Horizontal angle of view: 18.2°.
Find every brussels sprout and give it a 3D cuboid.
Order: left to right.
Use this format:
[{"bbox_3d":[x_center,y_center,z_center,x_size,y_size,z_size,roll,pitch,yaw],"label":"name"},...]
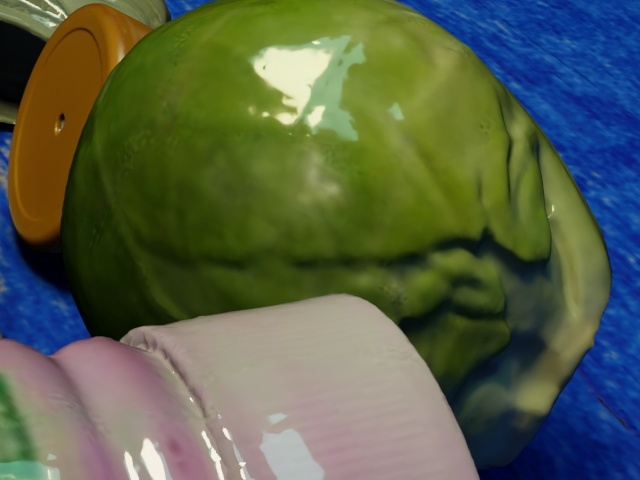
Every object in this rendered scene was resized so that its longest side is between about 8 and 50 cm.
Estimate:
[{"bbox_3d":[0.000,0.000,0.883,0.244,0.244,0.244,3,32,-2],"label":"brussels sprout"}]

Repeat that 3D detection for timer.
[{"bbox_3d":[-0.071,-0.043,1.058,0.152,0.132,0.132,15,25,-29],"label":"timer"}]

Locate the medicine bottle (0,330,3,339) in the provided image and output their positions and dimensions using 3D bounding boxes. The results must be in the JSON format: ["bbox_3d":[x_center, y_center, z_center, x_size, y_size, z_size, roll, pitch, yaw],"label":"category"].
[{"bbox_3d":[-0.177,0.049,0.929,0.057,0.057,0.089,-7,33,-17],"label":"medicine bottle"}]

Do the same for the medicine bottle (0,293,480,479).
[{"bbox_3d":[-0.122,0.142,0.641,0.325,0.212,0.212,-8,34,-21],"label":"medicine bottle"}]

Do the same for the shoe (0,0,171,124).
[{"bbox_3d":[-0.226,-0.126,1.154,0.275,0.103,0.098,12,36,0],"label":"shoe"}]
